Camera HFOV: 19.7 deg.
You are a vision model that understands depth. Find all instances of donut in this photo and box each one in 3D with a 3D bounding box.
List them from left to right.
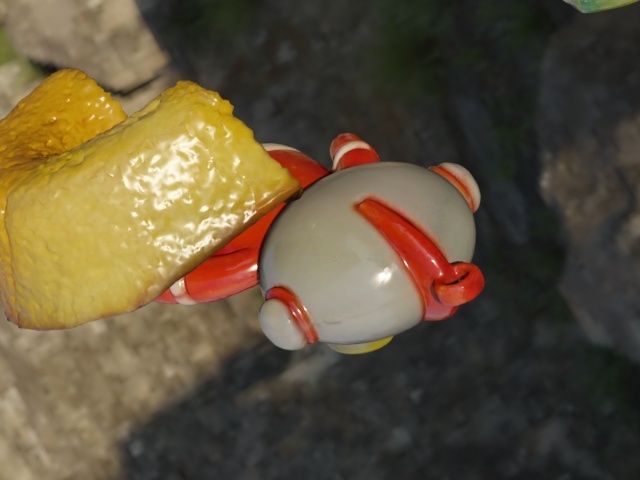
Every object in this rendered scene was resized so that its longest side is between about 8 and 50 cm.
[{"bbox_3d":[-0.137,-0.020,1.086,0.259,0.152,0.101,12,140,56],"label":"donut"}]

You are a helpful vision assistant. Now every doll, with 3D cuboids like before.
[{"bbox_3d":[0.000,0.000,1.207,0.336,0.200,0.105,14,135,55],"label":"doll"}]

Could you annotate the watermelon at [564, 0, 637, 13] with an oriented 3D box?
[{"bbox_3d":[0.191,-0.285,1.000,0.224,0.305,0.180,50,168,-22],"label":"watermelon"}]
